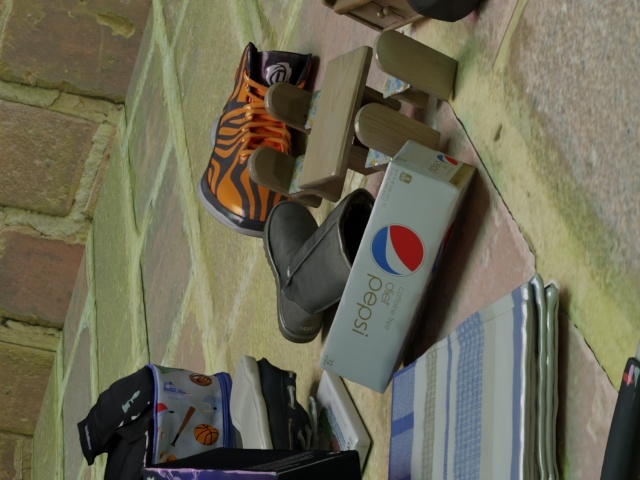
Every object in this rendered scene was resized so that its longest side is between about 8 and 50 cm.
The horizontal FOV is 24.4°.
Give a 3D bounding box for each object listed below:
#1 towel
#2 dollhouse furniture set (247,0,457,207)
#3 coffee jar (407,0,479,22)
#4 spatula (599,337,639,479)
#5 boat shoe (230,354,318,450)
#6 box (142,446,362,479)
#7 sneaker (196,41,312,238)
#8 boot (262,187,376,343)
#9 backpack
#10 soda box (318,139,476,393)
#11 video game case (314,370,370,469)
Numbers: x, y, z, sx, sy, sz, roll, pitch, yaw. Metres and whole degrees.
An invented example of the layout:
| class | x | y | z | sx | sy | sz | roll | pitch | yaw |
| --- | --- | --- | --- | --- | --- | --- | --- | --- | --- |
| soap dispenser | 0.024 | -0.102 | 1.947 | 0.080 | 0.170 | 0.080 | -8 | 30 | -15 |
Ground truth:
| class | x | y | z | sx | sy | sz | roll | pitch | yaw |
| --- | --- | --- | --- | --- | --- | --- | --- | --- | --- |
| towel | 0.117 | 0.165 | 1.182 | 0.285 | 0.034 | 0.209 | 135 | 143 | -63 |
| dollhouse furniture set | 0.008 | -0.176 | 1.460 | 0.212 | 0.161 | 0.242 | -14 | 58 | 57 |
| coffee jar | 0.113 | -0.295 | 1.411 | 0.184 | 0.079 | 0.096 | -97 | 24 | -45 |
| spatula | 0.215 | 0.056 | 0.930 | 0.084 | 0.030 | 0.296 | -127 | 50 | -70 |
| boat shoe | -0.043 | 0.200 | 1.543 | 0.254 | 0.079 | 0.095 | -119 | 40 | -70 |
| box | -0.047 | 0.316 | 1.272 | 0.184 | 0.103 | 0.261 | -8 | 90 | 48 |
| sneaker | -0.079 | -0.147 | 1.874 | 0.321 | 0.124 | 0.180 | -104 | 28 | -55 |
| boot | 0.002 | -0.001 | 1.601 | 0.208 | 0.076 | 0.190 | 117 | 146 | -59 |
| backpack | -0.171 | 0.283 | 1.758 | 0.263 | 0.213 | 0.276 | 107 | 158 | -47 |
| soda box | 0.068 | 0.025 | 1.332 | 0.074 | 0.069 | 0.216 | -48 | -21 | -64 |
| video game case | 0.008 | 0.230 | 1.524 | 0.157 | 0.019 | 0.143 | -120 | 44 | -65 |
